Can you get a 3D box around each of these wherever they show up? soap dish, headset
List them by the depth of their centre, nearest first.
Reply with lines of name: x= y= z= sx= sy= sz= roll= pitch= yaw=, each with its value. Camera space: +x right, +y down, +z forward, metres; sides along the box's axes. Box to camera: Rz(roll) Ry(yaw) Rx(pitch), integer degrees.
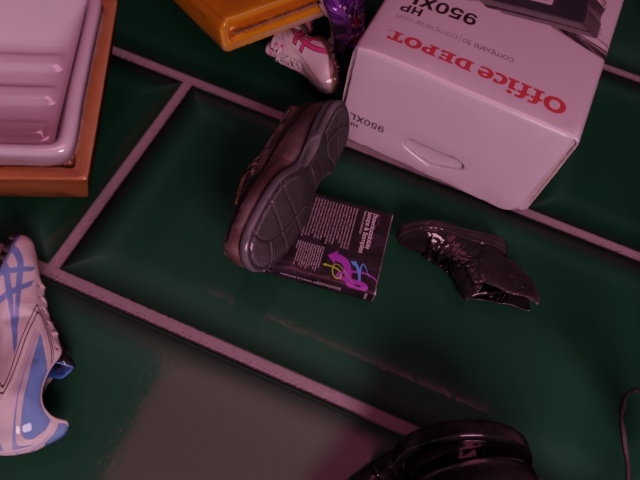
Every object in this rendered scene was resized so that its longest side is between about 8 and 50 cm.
headset: x=0.174 y=0.273 z=0.482 sx=0.394 sy=0.185 sz=0.243 roll=-33 pitch=40 yaw=-5
soap dish: x=-0.379 y=-0.183 z=0.684 sx=0.229 sy=0.118 sz=0.291 roll=0 pitch=63 yaw=-6

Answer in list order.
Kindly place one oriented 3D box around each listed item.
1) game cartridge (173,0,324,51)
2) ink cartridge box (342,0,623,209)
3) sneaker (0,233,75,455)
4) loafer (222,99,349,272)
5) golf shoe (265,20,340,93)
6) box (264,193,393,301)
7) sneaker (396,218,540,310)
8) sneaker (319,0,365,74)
game cartridge: x=-0.099 y=-0.426 z=0.845 sx=0.285 sy=0.053 sz=0.324 roll=-29 pitch=57 yaw=-20
ink cartridge box: x=0.236 y=-0.279 z=0.776 sx=0.285 sy=0.166 sz=0.395 roll=25 pitch=63 yaw=7
sneaker: x=-0.304 y=0.100 z=0.573 sx=0.086 sy=0.085 sz=0.237 roll=5 pitch=55 yaw=-34
loafer: x=-0.049 y=-0.073 z=0.660 sx=0.084 sy=0.096 sz=0.267 roll=12 pitch=51 yaw=24
golf shoe: x=-0.033 y=-0.269 z=0.801 sx=0.086 sy=0.067 sz=0.186 roll=-22 pitch=57 yaw=-10
box: x=0.000 y=0.000 z=0.681 sx=0.162 sy=0.029 sz=0.116 roll=15 pitch=61 yaw=3
sneaker: x=0.176 y=0.031 z=0.671 sx=0.170 sy=0.051 sz=0.089 roll=10 pitch=57 yaw=-5
sneaker: x=0.043 y=-0.301 z=0.761 sx=0.068 sy=0.170 sz=0.071 roll=-24 pitch=52 yaw=-6
